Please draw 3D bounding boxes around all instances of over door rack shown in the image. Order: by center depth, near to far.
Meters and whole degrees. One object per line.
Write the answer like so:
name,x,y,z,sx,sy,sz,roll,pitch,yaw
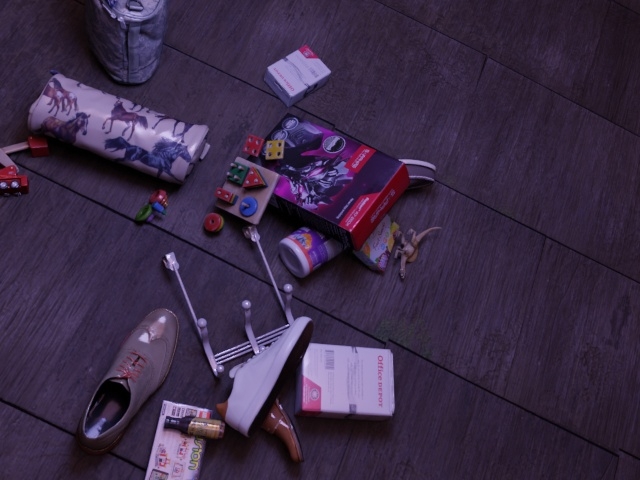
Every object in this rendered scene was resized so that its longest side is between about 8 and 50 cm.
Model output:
over door rack,-0.199,0.125,1.715,0.239,0.108,0.324,-20,74,-24

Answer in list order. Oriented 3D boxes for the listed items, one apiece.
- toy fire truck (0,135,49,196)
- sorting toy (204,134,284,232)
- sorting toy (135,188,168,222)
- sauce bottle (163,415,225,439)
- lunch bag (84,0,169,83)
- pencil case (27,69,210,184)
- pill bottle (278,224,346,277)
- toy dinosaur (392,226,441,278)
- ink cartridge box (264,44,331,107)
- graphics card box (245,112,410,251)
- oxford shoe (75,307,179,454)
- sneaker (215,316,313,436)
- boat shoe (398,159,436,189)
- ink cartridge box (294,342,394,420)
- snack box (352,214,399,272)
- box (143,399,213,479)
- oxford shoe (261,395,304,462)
toy fire truck,-0.735,-0.172,1.720,0.192,0.047,0.135,-6,69,-17
sorting toy,-0.180,-0.132,1.763,0.132,0.046,0.275,25,91,27
sorting toy,-0.399,-0.076,1.780,0.042,0.061,0.102,46,66,-32
sauce bottle,-0.270,0.398,1.572,0.128,0.042,0.042,10,65,-11
lunch bag,-0.475,-0.566,1.821,0.212,0.305,0.256,-6,68,-18
pencil case,-0.473,-0.266,1.769,0.410,0.160,0.183,19,26,-10
pill bottle,0.000,0.000,1.825,0.193,0.108,0.108,-34,80,-26
toy dinosaur,0.235,0.010,1.913,0.183,0.053,0.093,-54,129,-19
ink cartridge box,-0.065,-0.453,2.026,0.150,0.063,0.109,-37,82,-26
graphics card box,0.001,-0.152,1.803,0.371,0.094,0.233,28,68,29
oxford shoe,-0.398,0.290,1.572,0.123,0.130,0.348,26,63,-4
sneaker,-0.128,0.274,1.615,0.123,0.106,0.290,26,70,23
boat shoe,0.151,-0.150,1.932,0.324,0.116,0.097,-2,68,-12
ink cartridge box,0.055,0.330,1.709,0.217,0.092,0.159,6,66,-12
snack box,0.143,-0.004,1.883,0.100,0.037,0.141,40,57,-34
box,-0.308,0.458,1.579,0.114,0.036,0.207,14,64,-10
oxford shoe,-0.102,0.409,1.648,0.076,0.076,0.212,-27,68,-11
